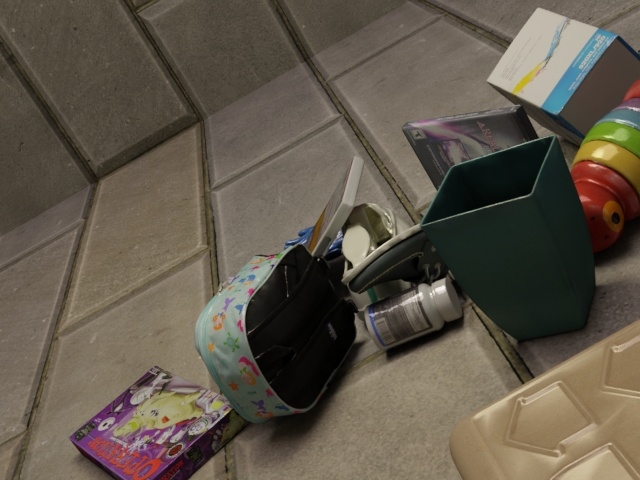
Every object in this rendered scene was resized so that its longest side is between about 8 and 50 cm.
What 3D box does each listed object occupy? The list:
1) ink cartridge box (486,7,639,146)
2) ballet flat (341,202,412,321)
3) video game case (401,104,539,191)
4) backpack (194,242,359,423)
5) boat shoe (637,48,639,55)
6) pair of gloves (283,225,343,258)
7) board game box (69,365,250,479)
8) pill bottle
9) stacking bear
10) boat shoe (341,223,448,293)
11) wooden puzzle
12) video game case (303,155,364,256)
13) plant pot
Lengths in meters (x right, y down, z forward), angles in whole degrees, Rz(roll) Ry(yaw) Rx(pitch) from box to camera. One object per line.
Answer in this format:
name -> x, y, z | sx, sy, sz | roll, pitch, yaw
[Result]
ink cartridge box -> 0.449, -0.278, 1.790 | 0.168, 0.171, 0.233 | -55, 33, 6
ballet flat -> 0.091, 0.006, 1.810 | 0.139, 0.139, 0.400 | -26, 21, 12
video game case -> 0.284, -0.137, 1.779 | 0.026, 0.196, 0.274 | -45, 25, -28
backpack -> -0.078, 0.153, 1.572 | 0.191, 0.225, 0.253 | -20, 21, 29
boat shoe -> 0.636, -0.367, 1.909 | 0.084, 0.079, 0.233 | 6, 21, 27
pair of gloves -> 0.000, 0.000, 2.096 | 0.159, 0.023, 0.198 | -29, 20, 4
board game box -> -0.281, 0.321, 1.720 | 0.208, 0.056, 0.347 | -44, 25, -22
pill bottle -> 0.144, 0.113, 1.569 | 0.137, 0.078, 0.078 | -23, 22, 17
stacking bear -> 0.454, -0.097, 1.537 | 0.289, 0.175, 0.164 | -46, 27, -18
boat shoe -> 0.180, 0.022, 1.615 | 0.319, 0.099, 0.116 | -26, -9, -29
wooden puzzle -> 0.330, 0.221, 1.092 | 0.348, 0.080, 0.322 | -34, 20, 4
video game case -> -0.002, -0.001, 1.879 | 0.285, 0.025, 0.204 | -59, 7, 28
plant pot -> 0.280, 0.012, 1.397 | 0.166, 0.234, 0.165 | -16, 24, 34
